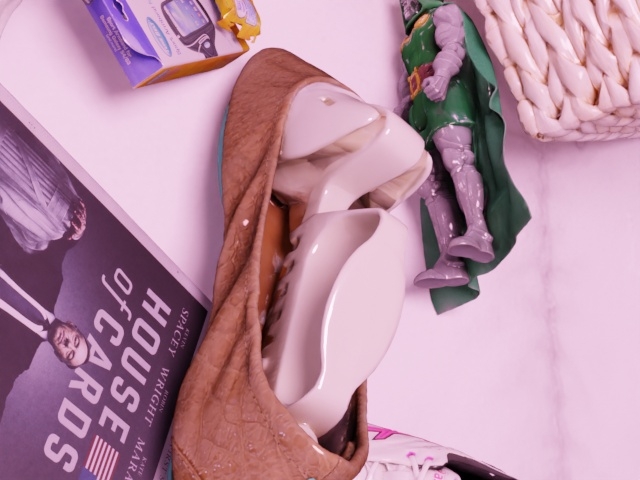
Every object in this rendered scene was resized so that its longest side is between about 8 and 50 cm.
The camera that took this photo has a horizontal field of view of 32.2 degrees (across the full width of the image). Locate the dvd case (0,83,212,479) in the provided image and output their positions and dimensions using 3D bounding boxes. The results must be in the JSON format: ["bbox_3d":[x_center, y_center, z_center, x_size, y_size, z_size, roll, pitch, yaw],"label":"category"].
[{"bbox_3d":[-0.141,0.040,0.516,0.238,0.030,0.179,50,40,-37],"label":"dvd case"}]

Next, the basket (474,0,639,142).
[{"bbox_3d":[0.261,-0.254,0.801,0.331,0.266,0.328,-12,79,-58],"label":"basket"}]

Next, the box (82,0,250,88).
[{"bbox_3d":[-0.097,-0.135,0.652,0.081,0.028,0.136,60,26,-2],"label":"box"}]

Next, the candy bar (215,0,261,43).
[{"bbox_3d":[-0.073,-0.196,0.710,0.040,0.018,0.161,17,48,-57],"label":"candy bar"}]

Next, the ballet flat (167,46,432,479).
[{"bbox_3d":[0.000,0.000,0.609,0.116,0.124,0.342,34,45,-26],"label":"ballet flat"}]

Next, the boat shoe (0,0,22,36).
[{"bbox_3d":[-0.169,-0.196,0.569,0.136,0.156,0.367,44,51,-15],"label":"boat shoe"}]

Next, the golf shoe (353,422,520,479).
[{"bbox_3d":[0.038,0.136,0.642,0.186,0.086,0.067,15,65,-29],"label":"golf shoe"}]

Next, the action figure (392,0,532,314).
[{"bbox_3d":[0.082,-0.083,0.758,0.064,0.137,0.232,8,59,-22],"label":"action figure"}]
